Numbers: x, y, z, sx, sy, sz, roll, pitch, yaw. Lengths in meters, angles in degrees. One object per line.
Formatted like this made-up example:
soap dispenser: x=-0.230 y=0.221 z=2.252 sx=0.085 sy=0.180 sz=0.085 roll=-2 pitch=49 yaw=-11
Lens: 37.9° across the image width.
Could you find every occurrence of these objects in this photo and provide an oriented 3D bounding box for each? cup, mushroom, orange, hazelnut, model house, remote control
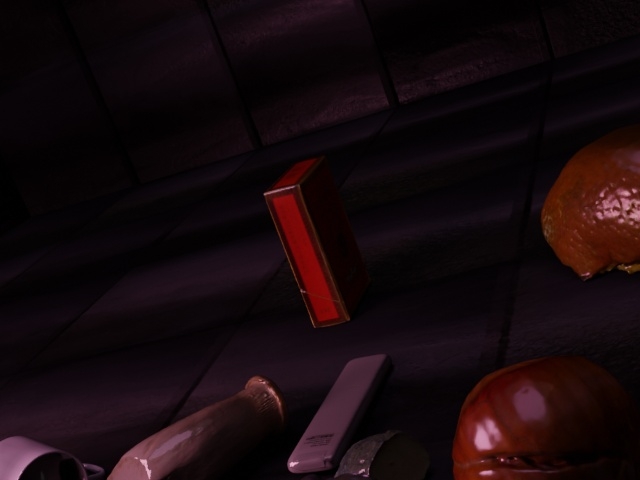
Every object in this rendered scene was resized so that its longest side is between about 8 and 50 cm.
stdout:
cup: x=-0.362 y=0.322 z=1.225 sx=0.133 sy=0.136 sz=0.099 roll=-2 pitch=59 yaw=50
mushroom: x=-0.147 y=0.256 z=1.141 sx=0.247 sy=0.108 sz=0.096 roll=-31 pitch=60 yaw=-24
orange: x=0.477 y=-0.071 z=1.323 sx=0.263 sy=0.196 sz=0.335 roll=-16 pitch=4 yaw=-35
hazelnut: x=0.197 y=0.193 z=0.826 sx=0.182 sy=0.182 sz=0.182 roll=-19 pitch=17 yaw=6
model house: x=0.062 y=0.245 z=1.002 sx=0.079 sy=0.066 sz=0.083 roll=-47 pitch=11 yaw=-35
remote control: x=0.031 y=0.215 z=1.174 sx=0.067 sy=0.029 sz=0.261 roll=-14 pitch=16 yaw=24

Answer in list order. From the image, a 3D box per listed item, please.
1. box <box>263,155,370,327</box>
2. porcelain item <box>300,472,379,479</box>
box: x=-0.001 y=0.000 z=1.509 sx=0.074 sy=0.239 sz=0.153 roll=-15 pitch=17 yaw=18
porcelain item: x=0.043 y=0.269 z=0.908 sx=0.216 sy=0.069 sz=0.081 roll=2 pitch=40 yaw=51
